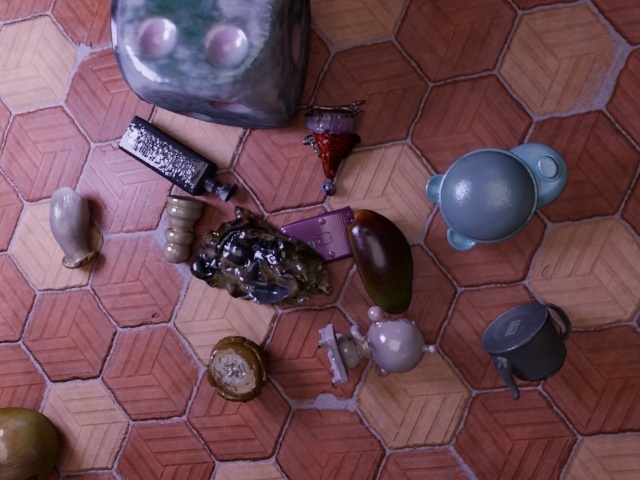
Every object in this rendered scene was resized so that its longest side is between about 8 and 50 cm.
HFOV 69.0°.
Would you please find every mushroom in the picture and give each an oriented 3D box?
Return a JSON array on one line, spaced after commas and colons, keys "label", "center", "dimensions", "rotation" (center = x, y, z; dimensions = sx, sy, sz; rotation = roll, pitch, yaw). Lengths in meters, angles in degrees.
[{"label": "mushroom", "center": [-0.646, -0.033, 1.214], "dimensions": [0.097, 0.088, 0.212], "rotation": [-12, 95, -24]}]

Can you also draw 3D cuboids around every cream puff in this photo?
[{"label": "cream puff", "center": [-0.199, 0.313, 1.140], "dimensions": [0.150, 0.115, 0.165], "rotation": [-17, 79, 1]}]

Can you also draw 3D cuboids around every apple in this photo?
[{"label": "apple", "center": [-0.802, 0.549, 1.191], "dimensions": [0.261, 0.194, 0.260], "rotation": [0, 92, 11]}]

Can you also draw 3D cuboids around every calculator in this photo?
[{"label": "calculator", "center": [0.000, 0.000, 1.148], "dimensions": [0.191, 0.034, 0.126], "rotation": [-17, 90, 9]}]

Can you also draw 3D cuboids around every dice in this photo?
[{"label": "dice", "center": [-0.217, -0.442, 1.022], "dimensions": [0.348, 0.330, 0.327], "rotation": [9, 92, 7]}]

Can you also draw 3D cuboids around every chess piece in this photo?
[{"label": "chess piece", "center": [-0.350, -0.025, 1.175], "dimensions": [0.094, 0.094, 0.170], "rotation": [12, 100, 8]}]

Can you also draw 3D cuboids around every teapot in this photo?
[{"label": "teapot", "center": [0.476, 0.238, 1.033], "dimensions": [0.239, 0.162, 0.149], "rotation": [-41, 94, -23]}]

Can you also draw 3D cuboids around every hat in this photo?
[{"label": "hat", "center": [0.032, -0.218, 1.117], "dimensions": [0.140, 0.129, 0.227], "rotation": [-3, 108, -8]}]

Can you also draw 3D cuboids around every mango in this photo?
[{"label": "mango", "center": [0.150, 0.049, 1.089], "dimensions": [0.133, 0.111, 0.267], "rotation": [-23, 96, -18]}]

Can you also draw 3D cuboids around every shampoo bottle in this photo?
[{"label": "shampoo bottle", "center": [-0.355, -0.192, 1.175], "dimensions": [0.310, 0.071, 0.098], "rotation": [33, 94, 6]}]

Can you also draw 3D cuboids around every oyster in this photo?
[{"label": "oyster", "center": [-0.149, 0.078, 1.132], "dimensions": [0.361, 0.096, 0.221], "rotation": [31, 104, 13]}]

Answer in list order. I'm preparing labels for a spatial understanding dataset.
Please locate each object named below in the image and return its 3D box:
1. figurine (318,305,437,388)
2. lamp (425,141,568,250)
[{"label": "figurine", "center": [0.131, 0.241, 1.077], "dimensions": [0.257, 0.144, 0.181], "rotation": [-13, 88, 7]}, {"label": "lamp", "center": [0.394, -0.109, 1.031], "dimensions": [0.284, 0.147, 0.209], "rotation": [-24, 86, 7]}]
